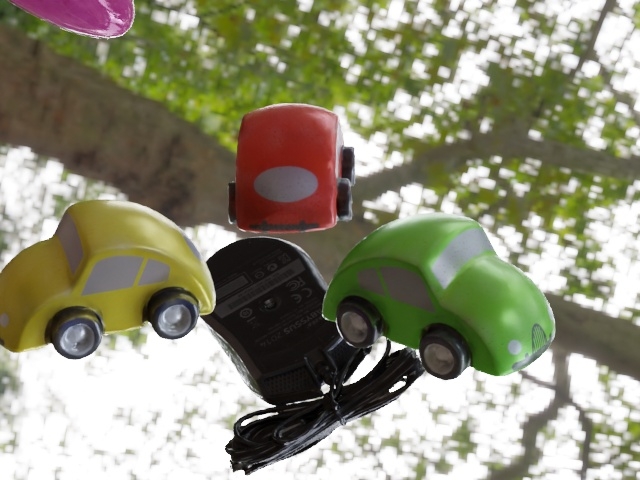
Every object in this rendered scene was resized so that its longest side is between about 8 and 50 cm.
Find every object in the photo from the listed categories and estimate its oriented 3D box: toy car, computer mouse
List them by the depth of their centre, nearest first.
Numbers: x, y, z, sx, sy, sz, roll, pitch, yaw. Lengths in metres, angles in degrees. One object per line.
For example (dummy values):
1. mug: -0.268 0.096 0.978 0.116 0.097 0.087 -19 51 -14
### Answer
1. toy car: 0.000 0.000 0.618 0.225 0.239 0.053 17 -57 33
2. computer mouse: -0.033 0.099 1.278 0.272 0.188 0.072 54 -11 48

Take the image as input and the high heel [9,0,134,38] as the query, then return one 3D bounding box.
1. high heel: -0.179 -0.225 0.828 0.117 0.244 0.082 -19 -152 47
